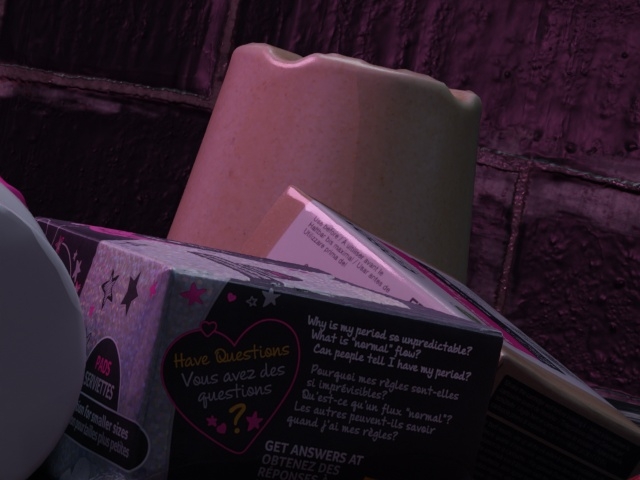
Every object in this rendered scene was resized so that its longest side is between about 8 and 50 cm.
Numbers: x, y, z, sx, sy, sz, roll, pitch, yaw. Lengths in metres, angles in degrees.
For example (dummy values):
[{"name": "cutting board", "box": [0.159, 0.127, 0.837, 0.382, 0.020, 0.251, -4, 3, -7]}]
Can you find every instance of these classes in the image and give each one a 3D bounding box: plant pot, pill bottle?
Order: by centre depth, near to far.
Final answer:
[{"name": "pill bottle", "box": [-0.208, 0.032, 0.868, 0.161, 0.161, 0.283, 12, 0, -22]}, {"name": "plant pot", "box": [0.000, 0.000, 1.641, 0.333, 0.305, 0.334, 12, 0, 0]}]

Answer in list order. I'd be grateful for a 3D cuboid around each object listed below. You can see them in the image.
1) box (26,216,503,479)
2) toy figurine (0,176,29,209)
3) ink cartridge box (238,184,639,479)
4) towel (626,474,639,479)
[{"name": "box", "box": [-0.050, 0.076, 0.898, 0.163, 0.142, 0.247, 12, 0, -22]}, {"name": "toy figurine", "box": [-0.229, 0.028, 1.121, 0.130, 0.159, 0.173, 12, 0, -33]}, {"name": "ink cartridge box", "box": [0.077, 0.079, 1.242, 0.193, 0.088, 0.234, 30, 7, -47]}, {"name": "towel", "box": [0.234, 0.086, 0.784, 0.237, 0.037, 0.329, -10, -16, -30]}]
